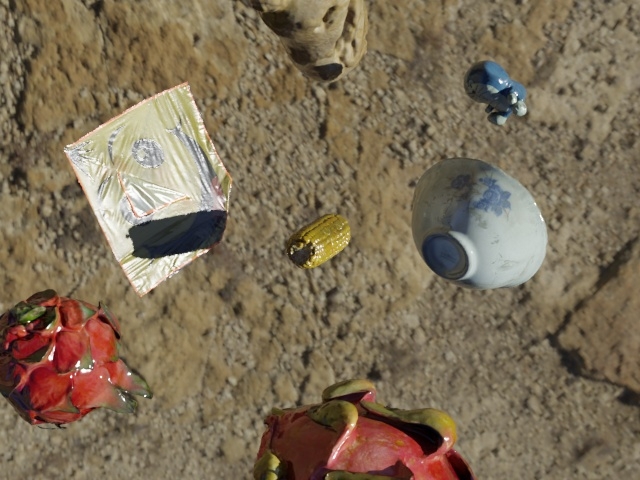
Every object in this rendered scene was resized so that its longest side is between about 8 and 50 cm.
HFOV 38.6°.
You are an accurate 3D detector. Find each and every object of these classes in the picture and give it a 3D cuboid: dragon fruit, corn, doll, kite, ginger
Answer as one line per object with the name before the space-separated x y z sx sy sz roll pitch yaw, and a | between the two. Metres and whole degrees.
dragon fruit | -0.384 0.186 1.376 0.193 0.192 0.274 -36 129 2
corn | 0.000 0.000 1.449 0.068 0.207 0.068 3 102 15
doll | 0.214 -0.185 1.136 0.083 0.076 0.050 36 70 -9
kite | -0.273 -0.096 1.486 0.327 0.013 0.378 19 74 -41
ginger | -0.006 -0.307 1.114 0.190 0.126 0.354 -53 161 -15
dragon fruit | 0.061 0.290 0.960 0.243 0.227 0.307 -29 89 9

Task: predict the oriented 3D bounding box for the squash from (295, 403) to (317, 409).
squash | -0.004 0.465 2.014 0.218 0.218 0.172 20 144 -32

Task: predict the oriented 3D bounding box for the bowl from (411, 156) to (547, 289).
bowl | 0.290 -0.003 1.879 0.146 0.313 0.313 -38 138 -42
